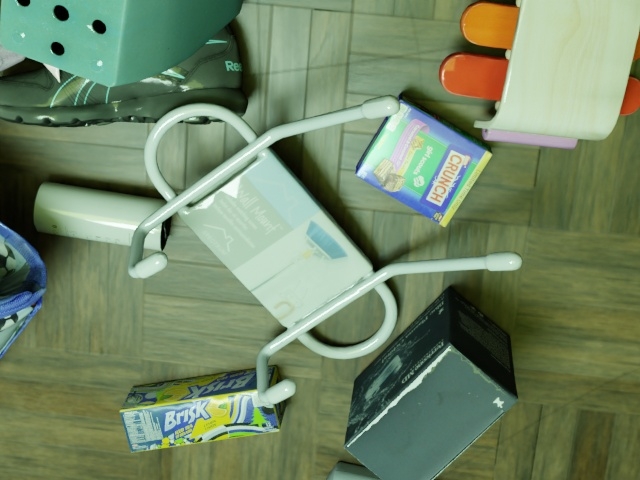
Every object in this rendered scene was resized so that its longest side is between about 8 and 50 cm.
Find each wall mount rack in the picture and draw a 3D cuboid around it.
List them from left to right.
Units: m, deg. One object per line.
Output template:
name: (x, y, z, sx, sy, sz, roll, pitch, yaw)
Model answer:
wall mount rack: (0.000, 0.000, 1.136, 0.304, 0.130, 0.350, -34, 119, 15)

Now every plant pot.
plant pot: (-0.169, -0.241, 1.018, 0.165, 0.234, 0.166, 20, 129, 5)

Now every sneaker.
sneaker: (-0.205, -0.164, 1.172, 0.267, 0.101, 0.106, -2, 94, 1)

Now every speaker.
speaker: (-0.224, -0.025, 1.229, 0.136, 0.055, 0.055, 9, 110, 3)

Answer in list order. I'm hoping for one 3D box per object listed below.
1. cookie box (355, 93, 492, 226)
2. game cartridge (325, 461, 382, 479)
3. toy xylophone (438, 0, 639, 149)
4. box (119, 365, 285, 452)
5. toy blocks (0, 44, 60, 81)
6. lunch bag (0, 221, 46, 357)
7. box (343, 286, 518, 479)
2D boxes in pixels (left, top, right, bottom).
cookie box: (0.103, -0.080, 1.185, 0.107, 0.040, 0.092, 29, 108, -5)
game cartridge: (0.060, 0.402, 1.351, 0.198, 0.062, 0.297, 9, 110, -2)
toy xylophone: (0.258, -0.225, 1.094, 0.236, 0.081, 0.323, 13, 109, -13)
box: (-0.126, 0.183, 1.288, 0.168, 0.059, 0.054, -9, 109, 9)
toy blocks: (-0.384, -0.272, 1.063, 0.260, 0.309, 0.289, -9, 109, -15)
lunch bag: (-0.494, 0.065, 1.136, 0.385, 0.239, 0.328, 20, 138, -27)
box: (0.111, 0.151, 1.202, 0.093, 0.158, 0.156, 41, 107, -8)
